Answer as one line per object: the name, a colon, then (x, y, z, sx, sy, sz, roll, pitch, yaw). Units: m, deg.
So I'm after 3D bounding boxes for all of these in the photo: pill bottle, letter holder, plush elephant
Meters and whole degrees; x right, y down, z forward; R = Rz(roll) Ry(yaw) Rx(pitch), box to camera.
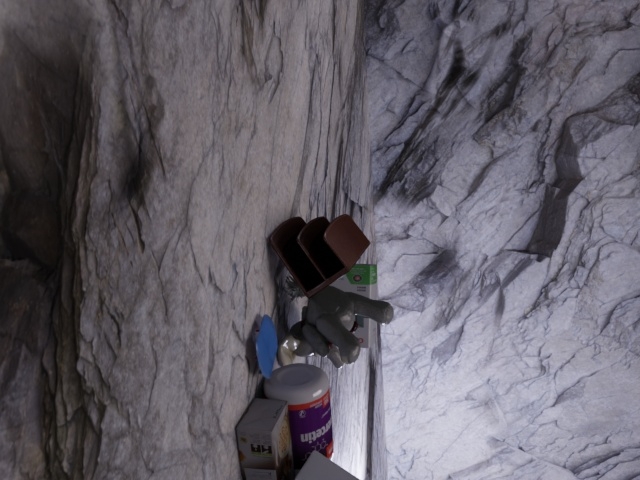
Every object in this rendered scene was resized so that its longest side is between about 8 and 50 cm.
pill bottle: (-0.057, 0.519, 1.806, 0.181, 0.181, 0.323, -53, 141, -66)
letter holder: (0.000, 0.000, 1.898, 0.214, 0.152, 0.302, 54, 21, -3)
plush elephant: (0.006, 0.278, 1.949, 0.272, 0.330, 0.255, -49, 162, -49)

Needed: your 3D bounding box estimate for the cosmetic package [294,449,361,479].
cosmetic package: (0.029, 0.743, 1.737, 0.230, 0.161, 0.453, -54, 154, -18)

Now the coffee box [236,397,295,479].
coffee box: (-0.137, 0.550, 1.663, 0.141, 0.098, 0.247, -50, 139, -67)

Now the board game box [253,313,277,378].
board game box: (-0.155, 0.280, 1.718, 0.169, 0.033, 0.133, -79, 158, -51)

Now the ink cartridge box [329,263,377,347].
ink cartridge box: (0.086, 0.225, 2.275, 0.121, 0.211, 0.289, -1, 92, -76)
